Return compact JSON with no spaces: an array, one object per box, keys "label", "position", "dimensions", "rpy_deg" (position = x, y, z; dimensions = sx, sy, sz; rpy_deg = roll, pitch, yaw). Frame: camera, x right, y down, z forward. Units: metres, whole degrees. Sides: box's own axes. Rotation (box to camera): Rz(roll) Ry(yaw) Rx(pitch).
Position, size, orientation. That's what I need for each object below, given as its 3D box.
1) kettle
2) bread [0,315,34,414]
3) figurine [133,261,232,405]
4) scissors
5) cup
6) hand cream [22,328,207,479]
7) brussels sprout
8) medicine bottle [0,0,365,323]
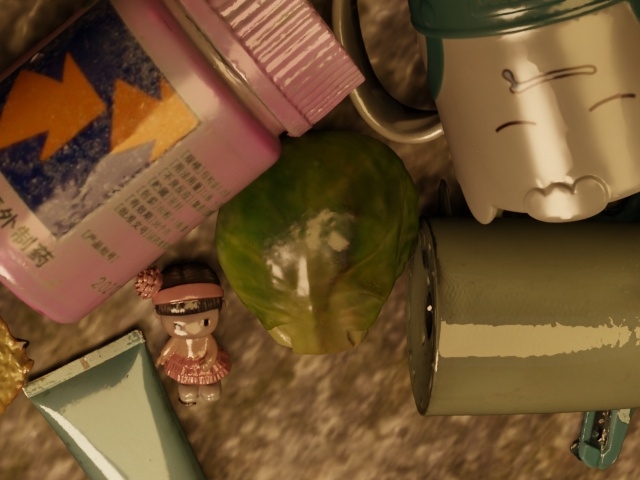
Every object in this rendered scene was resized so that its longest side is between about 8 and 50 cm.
[{"label":"kettle","position":[0.205,0.034,1.176],"dimensions":[0.255,0.165,0.240],"rpy_deg":[0,87,-3]},{"label":"bread","position":[-0.379,0.034,1.019],"dimensions":[0.194,0.179,0.340],"rpy_deg":[-47,120,-29]},{"label":"figurine","position":[-0.113,0.074,1.190],"dimensions":[0.072,0.054,0.129],"rpy_deg":[-3,121,3]},{"label":"scissors","position":[0.284,0.036,1.280],"dimensions":[0.180,0.032,0.393],"rpy_deg":[3,112,-15]},{"label":"cup","position":[0.149,-0.164,1.074],"dimensions":[0.289,0.219,0.258],"rpy_deg":[-8,113,25]},{"label":"hand cream","position":[-0.142,0.228,1.250],"dimensions":[0.111,0.070,0.312],"rpy_deg":[-25,108,-1]},{"label":"brussels sprout","position":[-0.004,-0.001,1.136],"dimensions":[0.161,0.144,0.181],"rpy_deg":[-2,104,-51]},{"label":"medicine bottle","position":[-0.128,-0.092,1.040],"dimensions":[0.290,0.178,0.178],"rpy_deg":[-39,116,5]}]
